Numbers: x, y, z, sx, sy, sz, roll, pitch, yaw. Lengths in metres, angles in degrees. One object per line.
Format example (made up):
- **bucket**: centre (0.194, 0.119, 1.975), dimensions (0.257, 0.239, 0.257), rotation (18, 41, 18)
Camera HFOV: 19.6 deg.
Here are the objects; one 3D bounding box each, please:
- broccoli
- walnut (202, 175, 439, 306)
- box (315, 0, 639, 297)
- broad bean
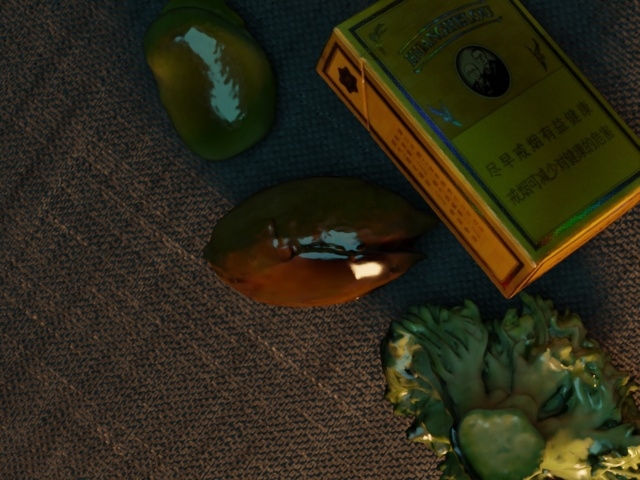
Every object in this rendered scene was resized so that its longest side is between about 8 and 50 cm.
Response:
- **broccoli**: centre (0.192, 0.171, 1.819), dimensions (0.288, 0.245, 0.248), rotation (4, 89, 7)
- **walnut**: centre (0.000, 0.000, 1.901), dimensions (0.245, 0.137, 0.137), rotation (-8, 95, 13)
- **box**: centre (0.164, -0.119, 1.798), dimensions (0.193, 0.084, 0.301), rotation (-34, 78, -29)
- **broad bean**: centre (-0.114, -0.173, 1.934), dimensions (0.124, 0.082, 0.174), rotation (-30, 100, 15)
